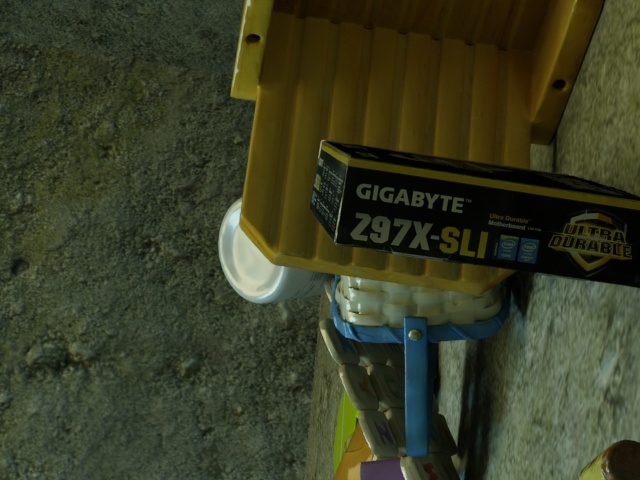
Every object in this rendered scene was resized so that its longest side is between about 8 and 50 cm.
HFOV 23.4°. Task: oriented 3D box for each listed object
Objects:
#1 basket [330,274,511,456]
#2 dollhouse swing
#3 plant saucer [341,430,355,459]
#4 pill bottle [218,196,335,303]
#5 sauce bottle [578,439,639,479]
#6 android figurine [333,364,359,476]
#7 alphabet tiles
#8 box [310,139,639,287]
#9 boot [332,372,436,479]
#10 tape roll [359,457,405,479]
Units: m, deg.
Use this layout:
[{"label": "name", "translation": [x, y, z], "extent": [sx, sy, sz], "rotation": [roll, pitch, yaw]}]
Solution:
[{"label": "basket", "translation": [0.113, 0.066, 1.737], "extent": [0.254, 0.201, 0.288], "rotation": [-80, -8, -62]}, {"label": "dollhouse swing", "translation": [0.089, -0.169, 1.532], "extent": [0.315, 0.347, 0.305], "rotation": [104, 174, -47]}, {"label": "plant saucer", "translation": [0.060, 0.469, 2.385], "extent": [0.332, 0.081, 0.332], "rotation": [-93, 12, -64]}, {"label": "pill bottle", "translation": [0.000, 0.000, 1.888], "extent": [0.131, 0.229, 0.131], "rotation": [8, 101, 45]}, {"label": "sauce bottle", "translation": [0.220, 0.188, 1.191], "extent": [0.128, 0.042, 0.042], "rotation": [113, 164, -65]}, {"label": "android figurine", "translation": [0.070, 0.310, 2.683], "extent": [0.272, 0.056, 0.248], "rotation": [105, 172, -49]}, {"label": "alphabet tiles", "translation": [0.088, 0.175, 1.814], "extent": [0.278, 0.021, 0.284], "rotation": [19, -135, -65]}, {"label": "box", "translation": [0.130, -0.030, 1.359], "extent": [0.322, 0.257, 0.079], "rotation": [-117, 37, -83]}, {"label": "boot", "translation": [0.088, 0.279, 2.147], "extent": [0.211, 0.104, 0.295], "rotation": [106, -179, -48]}, {"label": "tape roll", "translation": [0.096, 0.356, 1.849], "extent": [0.189, 0.080, 0.189], "rotation": [-7, -90, -86]}]
